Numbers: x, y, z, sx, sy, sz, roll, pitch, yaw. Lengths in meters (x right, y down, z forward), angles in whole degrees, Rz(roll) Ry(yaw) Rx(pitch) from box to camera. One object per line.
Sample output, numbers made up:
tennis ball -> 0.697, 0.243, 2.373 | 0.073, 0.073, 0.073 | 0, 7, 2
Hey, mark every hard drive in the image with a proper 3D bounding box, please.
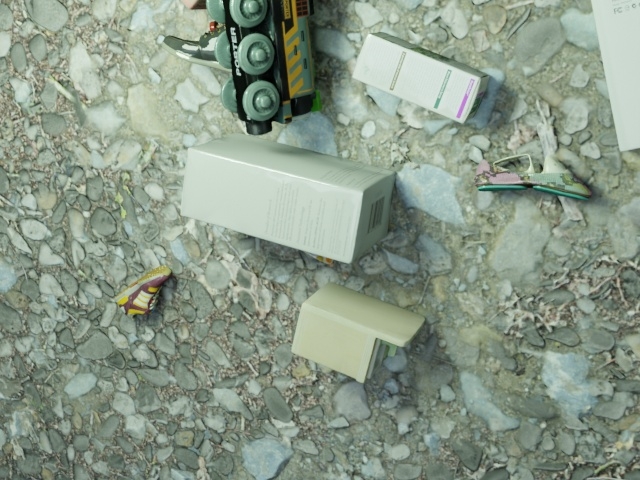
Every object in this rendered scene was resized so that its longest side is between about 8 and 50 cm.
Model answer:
hard drive -> 0.606, -0.350, 1.487 | 0.233, 0.047, 0.353 | -10, 100, 25

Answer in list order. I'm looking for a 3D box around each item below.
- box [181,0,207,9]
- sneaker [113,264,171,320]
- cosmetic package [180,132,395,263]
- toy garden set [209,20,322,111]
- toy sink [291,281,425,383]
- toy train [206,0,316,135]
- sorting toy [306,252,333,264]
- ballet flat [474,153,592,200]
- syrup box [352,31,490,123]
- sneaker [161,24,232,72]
box -> -0.199, -0.585, 1.703 | 0.127, 0.148, 0.232 | 48, 117, 4
sneaker -> -0.406, 0.127, 2.050 | 0.185, 0.069, 0.084 | -29, 101, 33
cosmetic package -> -0.066, -0.096, 1.754 | 0.385, 0.217, 0.156 | 15, 110, 20
toy garden set -> -0.111, -0.375, 1.786 | 0.203, 0.049, 0.244 | -7, 103, 23
toy sink -> 0.081, 0.203, 1.812 | 0.234, 0.153, 0.131 | 19, 112, 16
toy train -> -0.098, -0.372, 1.647 | 0.142, 0.190, 0.334 | 25, 128, 54
sorting toy -> 0.000, 0.000, 1.855 | 0.083, 0.045, 0.075 | 28, 95, 13
ballet flat -> 0.402, -0.124, 1.631 | 0.221, 0.077, 0.079 | 7, 88, 22
syrup box -> 0.194, -0.313, 1.646 | 0.237, 0.093, 0.096 | 26, 113, 14
sneaker -> -0.208, -0.412, 1.747 | 0.222, 0.083, 0.118 | 16, 106, 6
